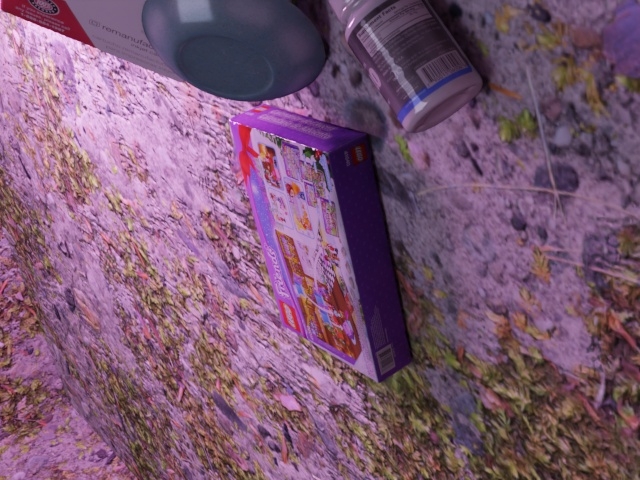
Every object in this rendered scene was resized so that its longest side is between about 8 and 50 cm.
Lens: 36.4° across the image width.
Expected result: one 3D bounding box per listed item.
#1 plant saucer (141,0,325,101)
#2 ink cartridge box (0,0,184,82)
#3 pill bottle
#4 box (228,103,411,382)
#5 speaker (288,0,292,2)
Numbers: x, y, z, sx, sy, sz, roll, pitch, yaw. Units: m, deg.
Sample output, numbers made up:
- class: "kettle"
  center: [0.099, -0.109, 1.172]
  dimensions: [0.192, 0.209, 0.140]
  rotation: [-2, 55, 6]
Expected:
- class: "plant saucer"
  center: [-0.094, -0.192, 1.000]
  dimensions: [0.195, 0.037, 0.195]
  rotation: [10, 153, 5]
- class: "ink cartridge box"
  center: [-0.196, -0.323, 0.983]
  dimensions: [0.226, 0.131, 0.306]
  rotation: [22, 154, -8]
- class: "pill bottle"
  center: [0.070, -0.167, 0.827]
  dimensions: [0.137, 0.078, 0.078]
  rotation: [58, 153, 10]
- class: "box"
  center: [0.000, 0.000, 1.127]
  dimensions: [0.201, 0.057, 0.293]
  rotation: [25, 135, 50]
- class: "speaker"
  center: [-0.049, -0.258, 0.979]
  dimensions: [0.055, 0.055, 0.136]
  rotation: [59, 153, 6]
